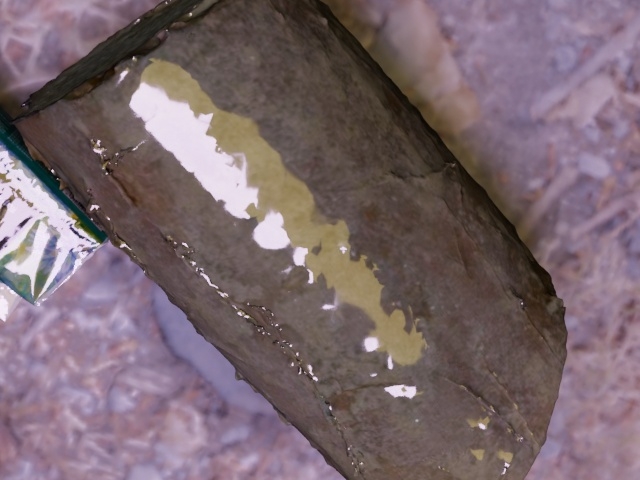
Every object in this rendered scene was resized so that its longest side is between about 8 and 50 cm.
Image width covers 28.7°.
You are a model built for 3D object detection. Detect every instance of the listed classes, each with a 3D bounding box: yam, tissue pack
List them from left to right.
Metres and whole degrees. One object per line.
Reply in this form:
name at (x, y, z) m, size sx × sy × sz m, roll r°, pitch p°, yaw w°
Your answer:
tissue pack at (-0.174, -0.020, 0.648) m, size 0.079 × 0.085 × 0.111 m, roll -43°, pitch 104°, yaw 0°
yam at (0.000, 0.000, 0.642) m, size 0.168 × 0.168 × 0.304 m, roll -43°, pitch 103°, yaw -1°
